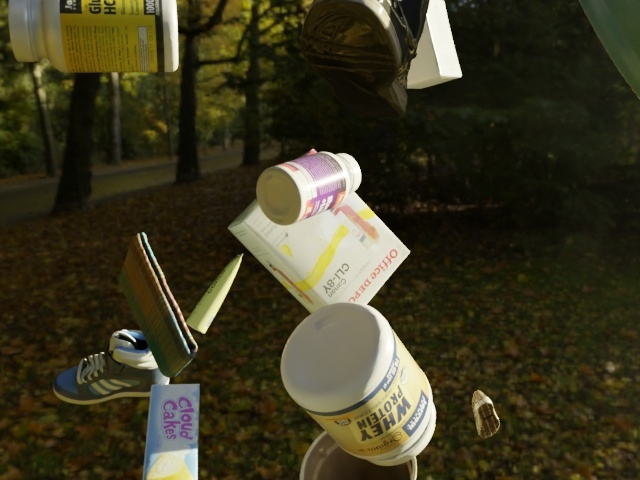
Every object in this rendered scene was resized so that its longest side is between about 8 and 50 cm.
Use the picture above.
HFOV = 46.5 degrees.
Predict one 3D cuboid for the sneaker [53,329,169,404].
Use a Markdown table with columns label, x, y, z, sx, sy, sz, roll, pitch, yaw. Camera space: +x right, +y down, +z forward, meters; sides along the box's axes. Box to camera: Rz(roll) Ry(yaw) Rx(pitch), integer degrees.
| label | x | y | z | sx | sy | sz | roll | pitch | yaw |
| --- | --- | --- | --- | --- | --- | --- | --- | --- | --- |
| sneaker | -0.571 | 0.318 | 1.993 | 0.323 | 0.236 | 0.130 | -2 | 42 | -3 |

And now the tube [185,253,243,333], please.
| label | x | y | z | sx | sy | sz | roll | pitch | yaw |
| --- | --- | --- | --- | --- | --- | --- | --- | --- | --- |
| tube | -0.284 | 0.139 | 2.047 | 0.070 | 0.240 | 0.062 | 24 | -12 | 37 |

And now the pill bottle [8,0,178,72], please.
| label | x | y | z | sx | sy | sz | roll | pitch | yaw |
| --- | --- | --- | --- | --- | --- | --- | --- | --- | --- |
| pill bottle | -0.478 | -0.455 | 1.595 | 0.334 | 0.187 | 0.188 | -3 | 9 | -13 |

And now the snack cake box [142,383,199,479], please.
| label | x | y | z | sx | sy | sz | roll | pitch | yaw |
| --- | --- | --- | --- | --- | --- | --- | --- | --- | --- |
| snack cake box | -0.253 | 0.397 | 1.275 | 0.089 | 0.152 | 0.264 | 0 | 45 | -7 |

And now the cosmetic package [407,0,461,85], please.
| label | x | y | z | sx | sy | sz | roll | pitch | yaw |
| --- | --- | --- | --- | --- | --- | --- | --- | --- | --- |
| cosmetic package | 0.279 | -0.546 | 2.074 | 0.138 | 0.224 | 0.224 | -14 | 4 | 27 |

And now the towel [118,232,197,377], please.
| label | x | y | z | sx | sy | sz | roll | pitch | yaw |
| --- | --- | --- | --- | --- | --- | --- | --- | --- | --- |
| towel | -0.346 | 0.150 | 1.573 | 0.040 | 0.271 | 0.370 | -24 | -7 | -24 |

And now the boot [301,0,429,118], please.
| label | x | y | z | sx | sy | sz | roll | pitch | yaw |
| --- | --- | --- | --- | --- | --- | --- | --- | --- | --- |
| boot | 0.089 | -0.358 | 1.068 | 0.138 | 0.284 | 0.377 | 13 | -7 | 17 |

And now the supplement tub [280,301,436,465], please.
| label | x | y | z | sx | sy | sz | roll | pitch | yaw |
| --- | --- | --- | --- | --- | --- | --- | --- | --- | --- |
| supplement tub | 0.086 | 0.292 | 1.473 | 0.228 | 0.316 | 0.228 | -18 | 45 | 19 |

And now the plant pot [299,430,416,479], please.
| label | x | y | z | sx | sy | sz | roll | pitch | yaw |
| --- | --- | --- | --- | --- | --- | --- | --- | --- | --- |
| plant pot | 0.140 | 0.743 | 2.176 | 0.334 | 0.305 | 0.333 | -11 | 44 | 10 |

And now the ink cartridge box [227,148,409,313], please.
| label | x | y | z | sx | sy | sz | roll | pitch | yaw |
| --- | --- | --- | --- | --- | --- | --- | --- | --- | --- |
| ink cartridge box | 0.000 | 0.000 | 1.944 | 0.279 | 0.384 | 0.160 | -48 | 12 | -18 |

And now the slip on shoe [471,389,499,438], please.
| label | x | y | z | sx | sy | sz | roll | pitch | yaw |
| --- | --- | --- | --- | --- | --- | --- | --- | --- | --- |
| slip on shoe | 0.352 | 0.376 | 1.610 | 0.051 | 0.135 | 0.041 | -26 | 41 | -3 |

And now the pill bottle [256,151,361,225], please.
| label | x | y | z | sx | sy | sz | roll | pitch | yaw |
| --- | --- | --- | --- | --- | --- | --- | --- | --- | --- |
| pill bottle | -0.015 | -0.101 | 1.355 | 0.108 | 0.108 | 0.193 | 4 | 19 | 40 |

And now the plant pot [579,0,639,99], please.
| label | x | y | z | sx | sy | sz | roll | pitch | yaw |
| --- | --- | --- | --- | --- | --- | --- | --- | --- | --- |
| plant pot | 0.537 | -0.362 | 1.126 | 0.196 | 0.293 | 0.293 | -31 | -7 | 32 |
